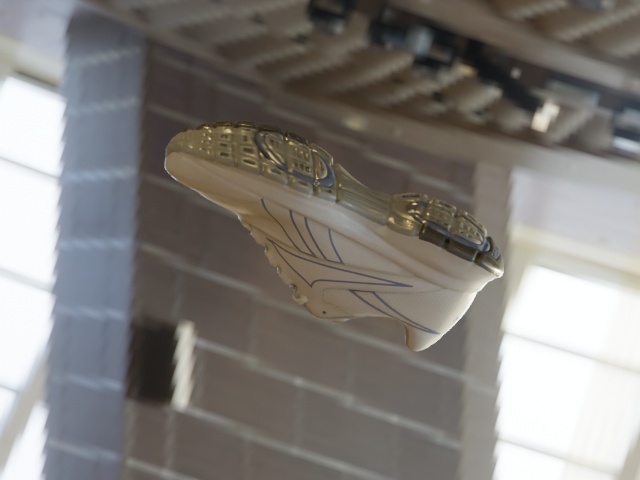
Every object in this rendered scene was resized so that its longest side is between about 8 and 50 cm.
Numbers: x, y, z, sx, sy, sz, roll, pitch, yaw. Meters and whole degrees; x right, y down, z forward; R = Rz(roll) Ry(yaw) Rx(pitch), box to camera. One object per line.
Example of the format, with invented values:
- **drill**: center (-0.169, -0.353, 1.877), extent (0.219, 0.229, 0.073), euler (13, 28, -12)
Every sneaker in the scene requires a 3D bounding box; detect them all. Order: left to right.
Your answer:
- **sneaker**: center (0.000, 0.000, 1.646), extent (0.297, 0.129, 0.111), euler (26, 24, -6)
